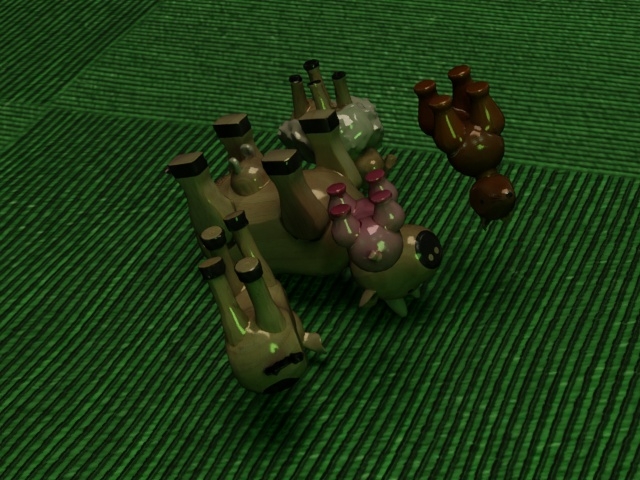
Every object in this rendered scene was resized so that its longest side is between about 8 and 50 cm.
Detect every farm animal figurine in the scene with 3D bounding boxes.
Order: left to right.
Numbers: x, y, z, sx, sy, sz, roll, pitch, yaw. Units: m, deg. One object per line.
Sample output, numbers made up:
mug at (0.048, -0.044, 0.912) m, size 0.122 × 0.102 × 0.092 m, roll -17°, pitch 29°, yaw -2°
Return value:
farm animal figurine at (0.000, 0.000, 1.223) m, size 0.330 × 0.172 × 0.327 m, roll -35°, pitch 30°, yaw -28°
